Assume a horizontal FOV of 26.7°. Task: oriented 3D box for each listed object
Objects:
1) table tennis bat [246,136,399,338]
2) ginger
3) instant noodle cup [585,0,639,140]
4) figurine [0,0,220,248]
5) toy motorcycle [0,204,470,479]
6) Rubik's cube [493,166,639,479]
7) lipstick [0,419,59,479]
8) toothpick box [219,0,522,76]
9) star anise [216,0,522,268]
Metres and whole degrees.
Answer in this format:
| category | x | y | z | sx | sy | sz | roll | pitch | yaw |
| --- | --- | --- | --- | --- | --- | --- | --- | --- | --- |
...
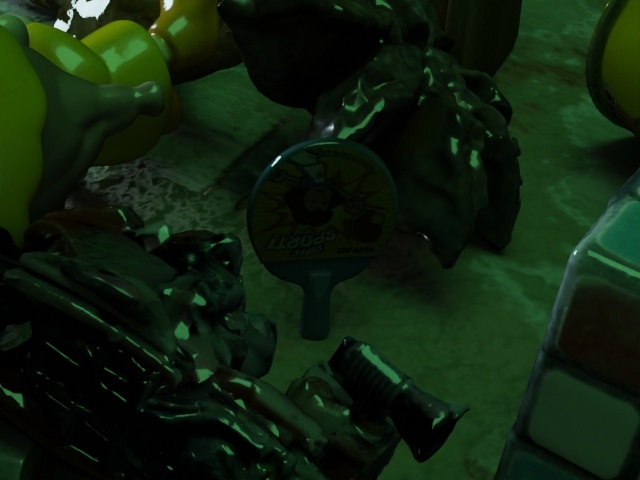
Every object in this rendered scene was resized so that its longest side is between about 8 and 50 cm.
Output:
| category | x | y | z | sx | sy | sz | roll | pitch | yaw |
| --- | --- | --- | --- | --- | --- | --- | --- | --- | --- |
| table tennis bat | 0.000 | 0.000 | 0.893 | 0.100 | 0.155 | 0.019 | -2 | 35 | -12 |
| ginger | -0.173 | -0.194 | 1.165 | 0.166 | 0.080 | 0.333 | -44 | 48 | 0 |
| instant noodle cup | 0.373 | -0.122 | 1.083 | 0.264 | 0.264 | 0.200 | -9 | 50 | -23 |
| figurine | -0.203 | -0.078 | 0.904 | 0.187 | 0.215 | 0.344 | 30 | 39 | 21 |
| toy motorcycle | -0.038 | 0.093 | 0.740 | 0.401 | 0.134 | 0.207 | 34 | 23 | 15 |
| Rubik's cube | 0.265 | 0.098 | 0.736 | 0.259 | 0.256 | 0.253 | 27 | 40 | 24 |
| lipstick | -0.245 | 0.119 | 0.764 | 0.186 | 0.063 | 0.057 | 10 | 38 | 11 |
| toothpick box | 0.022 | -0.267 | 1.249 | 0.308 | 0.190 | 0.187 | 16 | 37 | 17 |
| star anise | 0.045 | -0.124 | 1.009 | 0.332 | 0.117 | 0.331 | 38 | 24 | -21 |
